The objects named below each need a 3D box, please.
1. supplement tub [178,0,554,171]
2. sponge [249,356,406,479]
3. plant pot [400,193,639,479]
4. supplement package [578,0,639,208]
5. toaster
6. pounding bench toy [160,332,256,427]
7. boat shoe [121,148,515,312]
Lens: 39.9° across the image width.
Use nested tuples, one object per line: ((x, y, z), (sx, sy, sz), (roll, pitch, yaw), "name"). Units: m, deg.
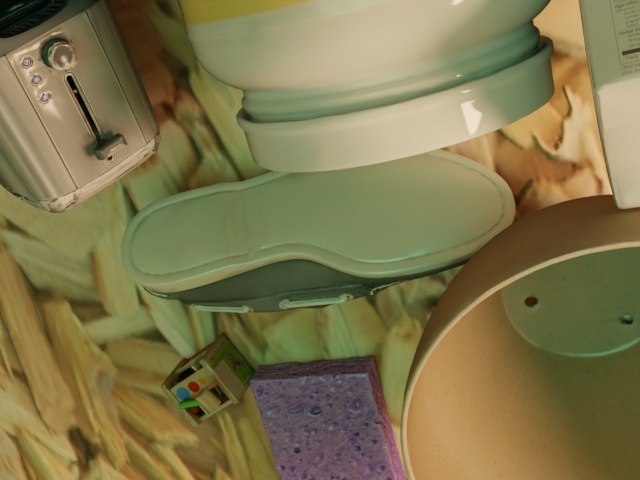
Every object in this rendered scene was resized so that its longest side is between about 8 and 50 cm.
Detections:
((0.013, -0.230, 0.533), (0.241, 0.241, 0.331), (-9, 109, 19), "supplement tub")
((0.017, 0.211, 0.830), (0.117, 0.031, 0.210), (-9, 110, 19), "sponge")
((0.201, 0.080, 0.622), (0.284, 0.191, 0.284), (3, 118, 6), "plant pot")
((0.213, -0.162, 0.490), (0.139, 0.244, 0.134), (-8, 153, 20), "supplement package")
((-0.223, -0.117, 0.680), (0.227, 0.129, 0.146), (21, 142, 48), "toaster")
((-0.110, 0.137, 0.807), (0.065, 0.083, 0.052), (-34, 99, 25), "pounding bench toy")
((0.000, 0.000, 0.731), (0.320, 0.116, 0.099), (-8, 152, 12), "boat shoe")
